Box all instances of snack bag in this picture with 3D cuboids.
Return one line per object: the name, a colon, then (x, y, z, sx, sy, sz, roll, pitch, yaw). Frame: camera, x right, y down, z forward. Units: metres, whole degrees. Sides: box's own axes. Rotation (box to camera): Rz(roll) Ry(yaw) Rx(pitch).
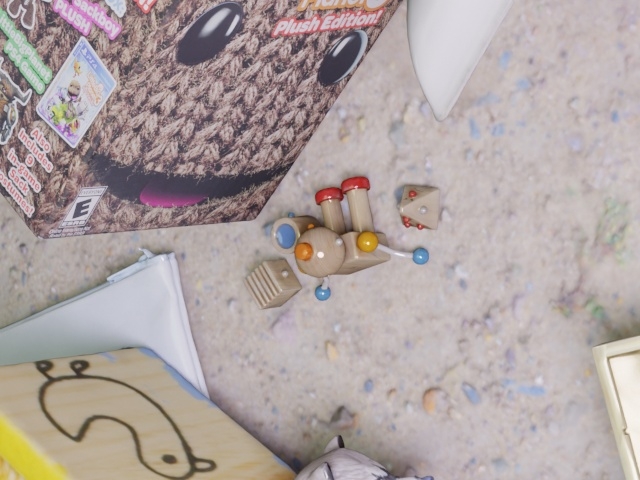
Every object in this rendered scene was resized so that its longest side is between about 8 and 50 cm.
snack bag: (-0.194, 0.211, 1.169, 0.323, 0.037, 0.342, -23, 79, 35)

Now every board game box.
board game box: (-0.083, -0.159, 0.934, 0.141, 0.232, 0.291, 47, 119, 23)

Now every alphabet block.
alphabet block: (-0.170, 0.211, 1.008, 0.192, 0.197, 0.193, 34, 111, 29)

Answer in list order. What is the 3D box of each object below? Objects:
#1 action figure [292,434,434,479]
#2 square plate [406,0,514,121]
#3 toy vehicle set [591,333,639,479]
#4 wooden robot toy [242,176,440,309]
action figure: (0.084, 0.277, 0.887, 0.341, 0.178, 0.330, -30, 85, 35)
square plate: (0.110, -0.294, 0.702, 0.344, 0.049, 0.347, 115, 166, -45)
toy vehicle set: (0.300, 0.108, 0.760, 0.267, 0.035, 0.165, -16, 83, 25)
wooden robot toy: (0.000, 0.000, 0.980, 0.173, 0.079, 0.076, -22, 81, 35)
